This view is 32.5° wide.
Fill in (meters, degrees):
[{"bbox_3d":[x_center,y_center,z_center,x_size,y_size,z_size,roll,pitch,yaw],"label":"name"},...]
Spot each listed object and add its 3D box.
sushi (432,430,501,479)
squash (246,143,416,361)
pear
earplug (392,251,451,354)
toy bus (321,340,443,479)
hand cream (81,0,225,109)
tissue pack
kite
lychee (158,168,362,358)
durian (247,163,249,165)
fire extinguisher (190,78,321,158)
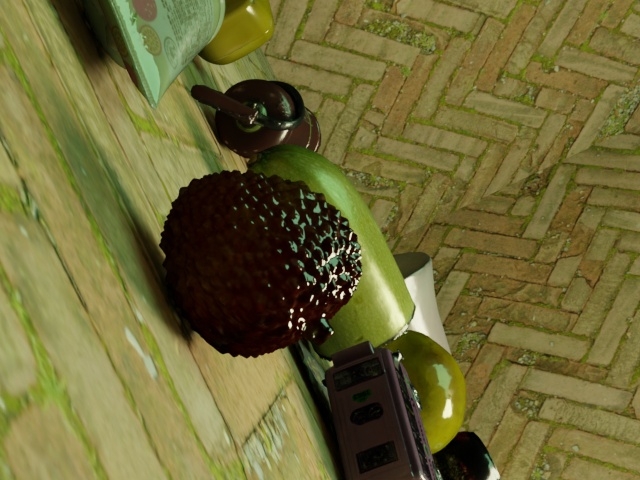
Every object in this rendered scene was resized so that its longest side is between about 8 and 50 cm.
[{"bbox_3d":[0.166,0.327,1.449,0.225,0.126,0.136,71,-6,-71],"label":"sushi"},{"bbox_3d":[0.000,0.000,1.183,0.132,0.132,0.247,-107,172,-62],"label":"squash"},{"bbox_3d":[0.096,0.176,1.256,0.149,0.148,0.162,65,8,10],"label":"pear"},{"bbox_3d":[0.131,0.187,1.651,0.172,0.172,0.301,-94,164,-79],"label":"earplug"},{"bbox_3d":[0.059,0.187,1.063,0.178,0.086,0.098,-103,167,-47],"label":"toy bus"},{"bbox_3d":[-0.136,-0.191,0.898,0.306,0.093,0.147,-87,156,-78],"label":"hand cream"},{"bbox_3d":[-0.135,-0.322,1.447,0.178,0.123,0.127,65,8,23],"label":"tissue pack"},{"bbox_3d":[-0.024,0.095,1.115,0.141,0.015,0.245,-107,174,-72],"label":"kite"},{"bbox_3d":[-0.040,0.013,0.694,0.129,0.123,0.123,58,6,-15],"label":"lychee"},{"bbox_3d":[-0.034,-0.015,1.431,0.100,0.086,0.215,11,41,-42],"label":"durian"},{"bbox_3d":[-0.078,-0.153,1.380,0.341,0.141,0.105,-1,108,-82],"label":"fire extinguisher"}]
